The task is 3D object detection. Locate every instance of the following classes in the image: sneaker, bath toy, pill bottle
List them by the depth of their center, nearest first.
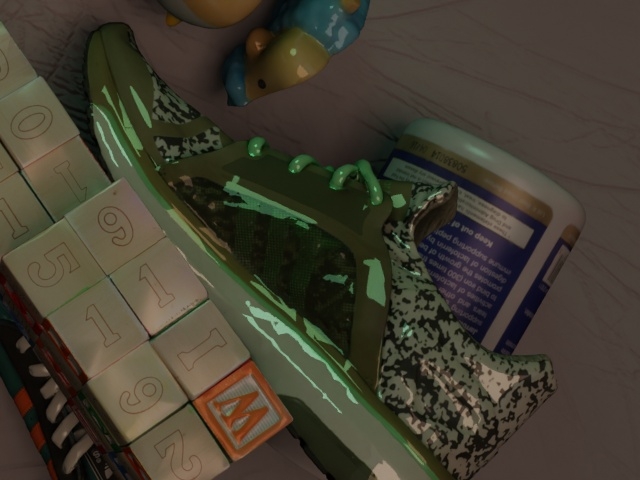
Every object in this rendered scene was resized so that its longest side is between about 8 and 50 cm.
[{"bbox_3d":[-0.109,-0.255,0.935,0.129,0.151,0.348,-23,117,28],"label":"bath toy"},{"bbox_3d":[0.000,0.000,0.945,0.182,0.158,0.410,-37,80,-4],"label":"sneaker"},{"bbox_3d":[-0.150,0.125,0.997,0.108,0.121,0.302,-29,109,-13],"label":"sneaker"},{"bbox_3d":[0.070,0.056,1.056,0.153,0.153,0.264,31,89,-25],"label":"pill bottle"}]

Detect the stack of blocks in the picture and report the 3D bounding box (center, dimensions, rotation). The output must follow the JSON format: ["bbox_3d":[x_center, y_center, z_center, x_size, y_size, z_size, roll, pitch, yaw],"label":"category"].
[{"bbox_3d":[-0.151,0.018,0.879,0.087,0.171,0.297,-34,89,-17],"label":"stack of blocks"}]
